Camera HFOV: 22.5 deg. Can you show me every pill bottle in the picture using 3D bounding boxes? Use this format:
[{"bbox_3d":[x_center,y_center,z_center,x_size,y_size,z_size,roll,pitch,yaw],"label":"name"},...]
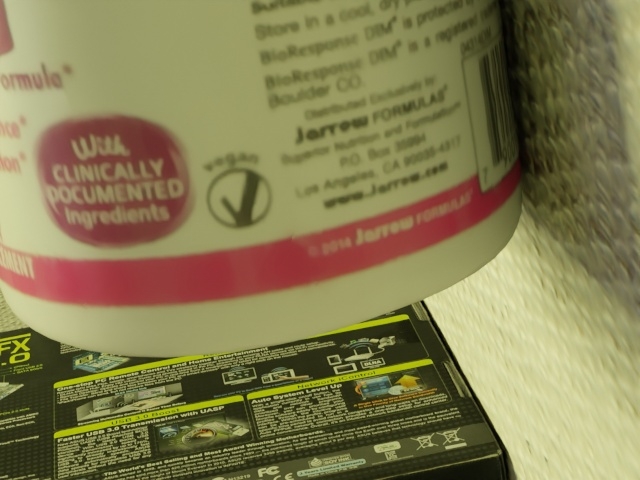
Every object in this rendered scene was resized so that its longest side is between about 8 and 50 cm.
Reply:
[{"bbox_3d":[-0.040,-0.125,0.446,0.160,0.160,0.283,-117,16,-72],"label":"pill bottle"}]

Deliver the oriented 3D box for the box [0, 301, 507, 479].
[{"bbox_3d":[-0.071,0.094,0.707,0.216,0.270,0.060,-116,16,-68],"label":"box"}]
